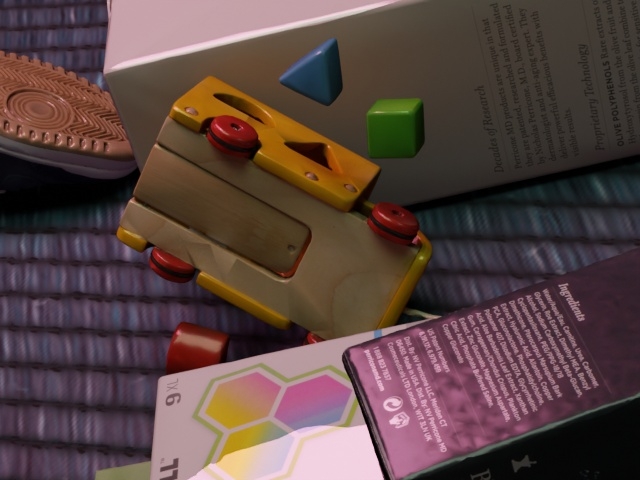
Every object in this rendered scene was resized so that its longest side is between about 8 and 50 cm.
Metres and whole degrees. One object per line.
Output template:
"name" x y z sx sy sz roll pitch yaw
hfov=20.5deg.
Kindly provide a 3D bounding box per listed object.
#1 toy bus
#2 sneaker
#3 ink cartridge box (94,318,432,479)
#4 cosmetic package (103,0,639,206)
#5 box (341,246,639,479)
"toy bus" -0.008 -0.010 1.000 0.191 0.202 0.104 -14 16 20
"sneaker" -0.270 -0.050 1.212 0.282 0.153 0.099 11 34 -11
"ink cartridge box" -0.032 0.117 0.909 0.209 0.062 0.109 -12 38 9
"cosmetic package" 0.060 -0.137 1.117 0.366 0.155 0.197 -13 36 9
"box" 0.110 0.105 0.787 0.158 0.156 0.093 -20 37 -2
